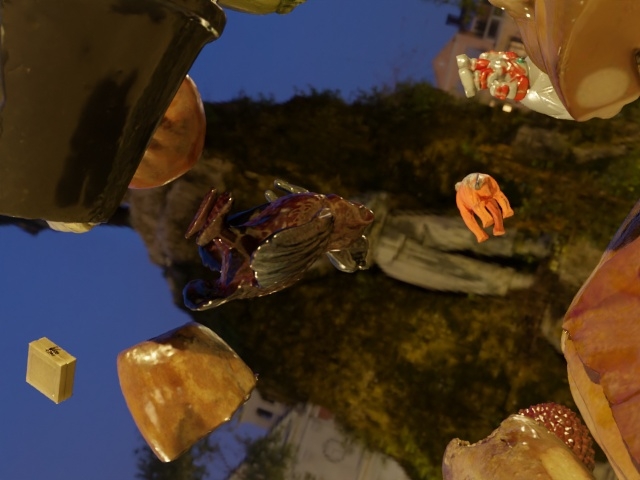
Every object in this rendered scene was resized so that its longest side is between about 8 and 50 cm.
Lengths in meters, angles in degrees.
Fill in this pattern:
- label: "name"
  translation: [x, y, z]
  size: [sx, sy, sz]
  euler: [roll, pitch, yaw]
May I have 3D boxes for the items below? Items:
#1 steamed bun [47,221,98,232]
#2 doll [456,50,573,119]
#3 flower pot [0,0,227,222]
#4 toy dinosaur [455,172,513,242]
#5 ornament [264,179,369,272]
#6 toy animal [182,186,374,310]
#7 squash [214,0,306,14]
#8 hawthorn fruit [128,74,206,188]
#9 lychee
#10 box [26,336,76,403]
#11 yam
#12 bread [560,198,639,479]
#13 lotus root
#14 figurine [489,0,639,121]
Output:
- label: "steamed bun"
  translation: [-0.488, -0.128, 1.766]
  size: [0.144, 0.218, 0.211]
  euler: [35, -104, -40]
- label: "doll"
  translation: [0.224, -0.160, 0.910]
  size: [0.094, 0.180, 0.079]
  euler: [-97, 16, -47]
- label: "flower pot"
  translation: [-0.296, -0.155, 0.930]
  size: [0.379, 0.379, 0.251]
  euler: [-2, -79, -76]
- label: "toy dinosaur"
  translation: [0.209, -0.050, 1.192]
  size: [0.279, 0.055, 0.101]
  euler: [78, 169, -77]
- label: "ornament"
  translation: [0.000, 0.000, 1.507]
  size: [0.080, 0.202, 0.236]
  euler: [-49, -10, -13]
- label: "toy animal"
  translation: [-0.040, 0.009, 0.868]
  size: [0.218, 0.180, 0.116]
  euler: [-177, 90, -67]
- label: "squash"
  translation: [-0.085, -0.373, 1.355]
  size: [0.105, 0.132, 0.105]
  euler: [-47, 30, 39]
- label: "hawthorn fruit"
  translation: [-0.254, -0.182, 1.307]
  size: [0.251, 0.200, 0.199]
  euler: [-78, 3, -78]
- label: "lychee"
  translation: [0.274, 0.261, 1.096]
  size: [0.123, 0.123, 0.129]
  euler: [32, -109, -77]
- label: "box"
  translation: [-0.441, 0.210, 1.469]
  size: [0.035, 0.079, 0.083]
  euler: [-25, -43, -52]
- label: "yam"
  translation: [0.195, 0.253, 0.760]
  size: [0.238, 0.128, 0.129]
  euler: [-123, 49, -67]
- label: "bread"
  translation: [0.318, 0.031, 0.440]
  size: [0.370, 0.192, 0.314]
  euler: [-53, 21, 23]
- label: "lotus root"
  translation: [-0.313, 0.307, 2.049]
  size: [0.316, 0.250, 0.316]
  euler: [-31, 6, 4]
- label: "figurine"
  translation: [0.175, -0.194, 0.526]
  size: [0.247, 0.177, 0.173]
  euler: [41, -146, -46]
